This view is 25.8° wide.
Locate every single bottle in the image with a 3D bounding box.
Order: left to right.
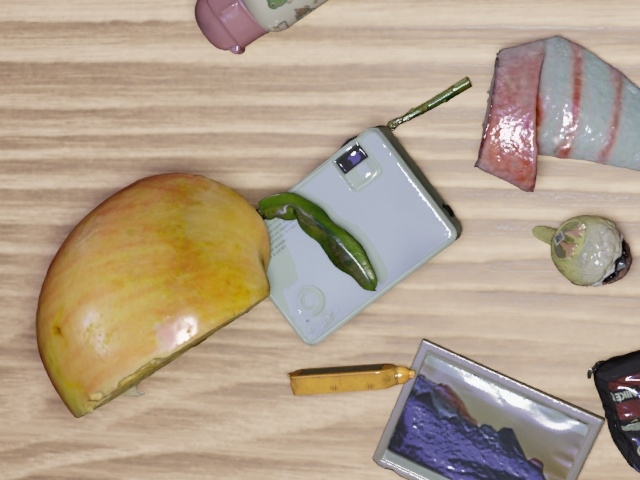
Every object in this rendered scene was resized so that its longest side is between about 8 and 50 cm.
[{"bbox_3d":[-0.051,-0.344,1.836,0.253,0.120,0.120,-32,89,13],"label":"bottle"}]

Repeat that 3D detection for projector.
[{"bbox_3d":[0.035,-0.010,1.863,0.257,0.099,0.192,-38,88,14],"label":"projector"}]

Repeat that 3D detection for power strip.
[{"bbox_3d":[0.042,0.188,1.904,0.178,0.049,0.028,-6,96,14],"label":"power strip"}]

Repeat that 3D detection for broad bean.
[{"bbox_3d":[0.001,-0.008,1.796,0.195,0.046,0.061,31,114,13],"label":"broad bean"}]

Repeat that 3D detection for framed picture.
[{"bbox_3d":[0.224,0.271,1.892,0.265,0.018,0.192,23,101,9],"label":"framed picture"}]

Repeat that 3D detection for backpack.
[{"bbox_3d":[0.425,0.221,1.797,0.120,0.106,0.165,-22,88,9],"label":"backpack"}]

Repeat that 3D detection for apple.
[{"bbox_3d":[-0.218,0.071,1.837,0.252,0.314,0.309,20,141,-27],"label":"apple"}]

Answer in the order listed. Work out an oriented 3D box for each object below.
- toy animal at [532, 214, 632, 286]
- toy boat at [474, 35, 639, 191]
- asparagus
[{"bbox_3d":[0.342,0.013,1.816,0.098,0.137,0.098,-7,105,-28],"label":"toy animal"},{"bbox_3d":[0.350,-0.149,1.796,0.282,0.096,0.206,12,84,2],"label":"toy boat"},{"bbox_3d":[0.144,-0.180,1.862,0.127,0.018,0.015,-29,54,13],"label":"asparagus"}]
